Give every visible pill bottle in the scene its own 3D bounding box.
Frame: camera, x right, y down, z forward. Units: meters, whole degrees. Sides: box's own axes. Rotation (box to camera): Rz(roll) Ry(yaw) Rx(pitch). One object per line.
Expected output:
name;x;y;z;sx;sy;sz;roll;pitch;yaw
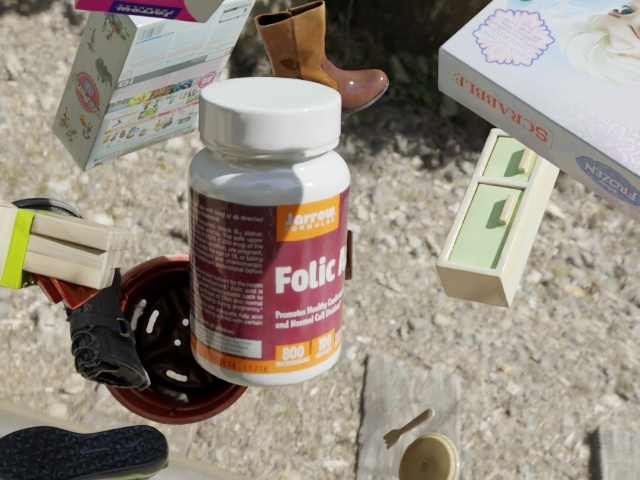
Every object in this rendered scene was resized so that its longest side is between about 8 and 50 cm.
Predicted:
pill bottle;-0.072;-0.015;1.312;0.224;0.391;0.224;2;23;-1

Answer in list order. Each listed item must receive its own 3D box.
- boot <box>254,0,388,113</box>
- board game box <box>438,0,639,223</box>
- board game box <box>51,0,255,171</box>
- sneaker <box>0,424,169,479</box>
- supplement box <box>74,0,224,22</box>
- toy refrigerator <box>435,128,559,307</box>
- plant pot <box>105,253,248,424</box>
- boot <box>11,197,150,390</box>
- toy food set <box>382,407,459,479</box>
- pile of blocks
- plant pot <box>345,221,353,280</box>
boot;0.009;-0.399;2.005;0.264;0.280;0.096;-9;49;1
board game box;0.329;-0.170;0.844;0.319;0.066;0.318;39;72;25
board game box;-0.244;-0.255;1.362;0.224;0.303;0.097;-27;71;-41
sneaker;-0.311;0.298;1.227;0.235;0.097;0.084;4;53;-20
supplement box;-0.100;-0.245;0.654;0.111;0.220;0.113;0;83;-24
toy refrigerator;0.271;-0.041;1.422;0.102;0.094;0.269;10;58;29
plant pot;-0.234;0.167;1.629;0.273;0.265;0.272;0;85;-3
boot;-0.326;0.079;1.265;0.263;0.091;0.228;38;26;-53
toy food set;0.182;0.388;1.582;0.039;0.132;0.192;32;30;-40
pile of blocks;-0.381;0.007;0.976;0.362;0.112;0.149;14;1;-22
plant pot;0.000;0.000;1.648;0.109;0.109;0.096;-2;35;0
